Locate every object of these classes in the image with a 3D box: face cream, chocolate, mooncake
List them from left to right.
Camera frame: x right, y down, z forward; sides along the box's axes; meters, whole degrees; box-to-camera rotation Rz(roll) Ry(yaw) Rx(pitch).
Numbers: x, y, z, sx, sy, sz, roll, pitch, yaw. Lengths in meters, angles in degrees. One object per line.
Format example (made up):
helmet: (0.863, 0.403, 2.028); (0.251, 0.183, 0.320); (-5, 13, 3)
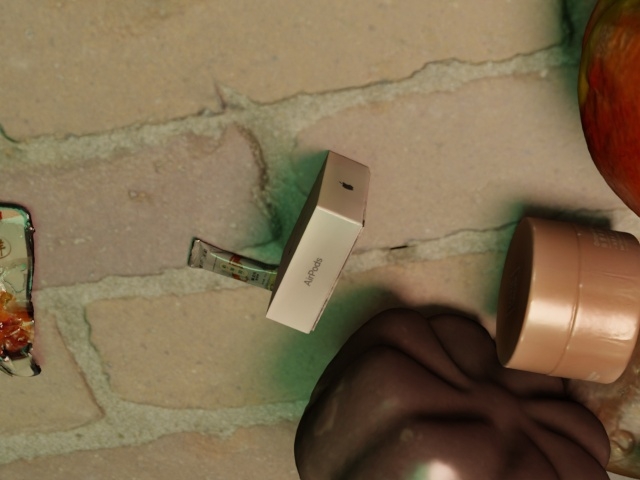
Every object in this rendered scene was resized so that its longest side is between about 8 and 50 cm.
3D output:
mooncake: (0.134, 0.199, 0.918); (0.306, 0.306, 0.154); (28, 118, -8)
face cream: (0.237, 0.057, 0.900); (0.104, 0.149, 0.149); (9, 118, 1)
chocolate: (0.347, 0.154, 0.977); (0.161, 0.083, 0.261); (18, 117, -5)

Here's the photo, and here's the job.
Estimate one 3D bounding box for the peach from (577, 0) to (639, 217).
peach: (0.373, -0.113, 0.729); (0.332, 0.307, 0.308); (31, 118, -29)

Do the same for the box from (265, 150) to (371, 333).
box: (0.000, 0.000, 0.909); (0.051, 0.129, 0.130); (22, 118, -5)

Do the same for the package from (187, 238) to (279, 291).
package: (-0.087, 0.029, 1.000); (0.110, 0.015, 0.037); (17, 124, -1)

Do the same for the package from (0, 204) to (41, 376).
package: (-0.395, 0.060, 1.040); (0.166, 0.040, 0.231); (8, 117, 3)
